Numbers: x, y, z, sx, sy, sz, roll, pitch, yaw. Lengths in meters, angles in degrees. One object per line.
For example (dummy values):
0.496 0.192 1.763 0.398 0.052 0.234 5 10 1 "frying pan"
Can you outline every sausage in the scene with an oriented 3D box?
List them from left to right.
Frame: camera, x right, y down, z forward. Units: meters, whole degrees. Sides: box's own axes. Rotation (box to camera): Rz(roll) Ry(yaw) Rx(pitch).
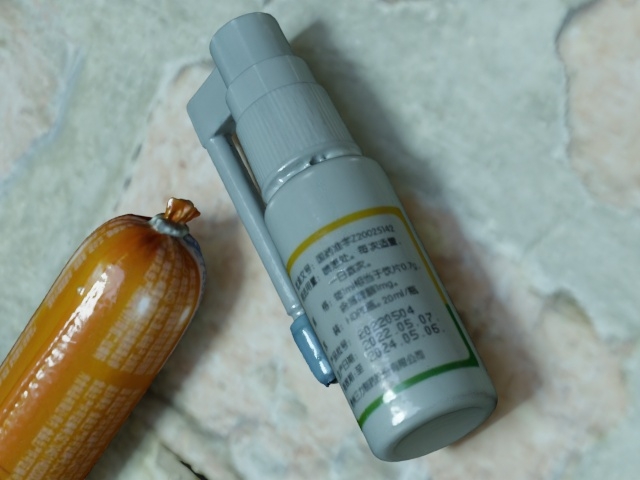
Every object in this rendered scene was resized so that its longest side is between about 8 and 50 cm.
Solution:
-0.127 0.072 0.809 0.071 0.071 0.234 46 110 30 "sausage"

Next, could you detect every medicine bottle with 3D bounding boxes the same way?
0.000 0.000 0.738 0.092 0.061 0.220 -49 57 43 "medicine bottle"
